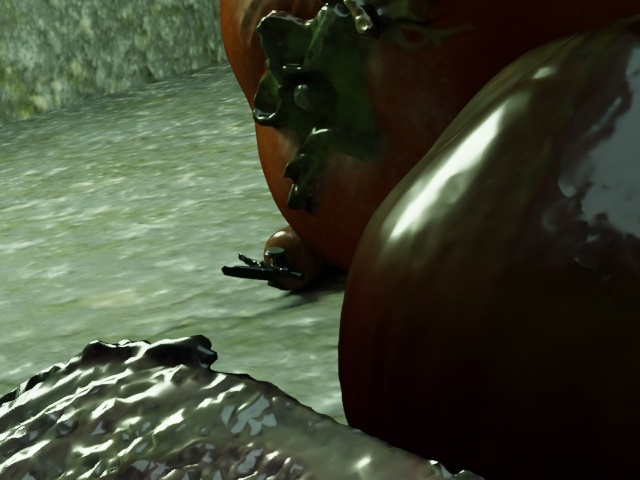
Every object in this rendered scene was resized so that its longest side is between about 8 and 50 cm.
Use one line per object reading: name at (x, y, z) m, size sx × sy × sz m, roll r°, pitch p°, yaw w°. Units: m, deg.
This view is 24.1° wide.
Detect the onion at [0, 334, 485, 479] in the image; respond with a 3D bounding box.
onion at (-0.063, 0.153, 0.396) m, size 0.247 × 0.111 × 0.250 m, roll -44°, pitch 36°, yaw -23°

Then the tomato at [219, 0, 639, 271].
tomato at (0.098, -0.132, 1.007) m, size 0.321 × 0.321 × 0.321 m, roll -12°, pitch 12°, yaw 3°

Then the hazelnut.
hazelnut at (0.111, 0.021, 0.545) m, size 0.217 × 0.217 × 0.251 m, roll -15°, pitch 13°, yaw -8°

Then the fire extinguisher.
fire extinguisher at (0.000, 0.000, 1.122) m, size 0.062 × 0.050 × 0.177 m, roll 18°, pitch 27°, yaw 31°
